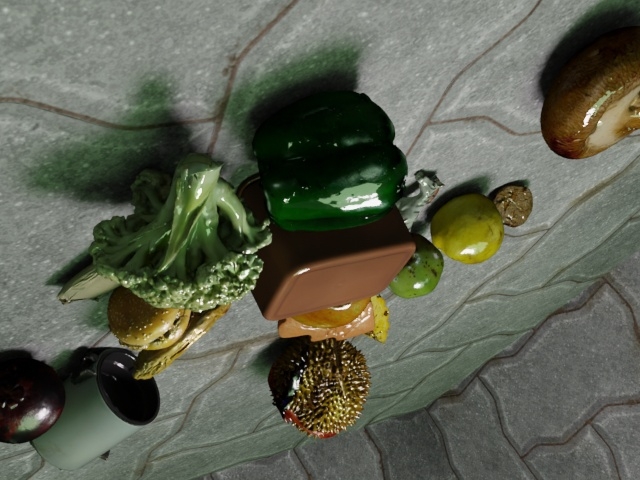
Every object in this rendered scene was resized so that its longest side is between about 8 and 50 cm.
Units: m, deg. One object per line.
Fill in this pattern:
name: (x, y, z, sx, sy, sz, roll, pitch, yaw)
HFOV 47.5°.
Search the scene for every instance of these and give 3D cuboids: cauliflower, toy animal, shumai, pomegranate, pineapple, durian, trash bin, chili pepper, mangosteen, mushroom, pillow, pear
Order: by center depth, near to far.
cauliflower: (-0.231, -0.026, 1.263, 0.326, 0.260, 0.281, -7, 111, -40)
chili pepper: (0.009, -0.131, 1.306, 0.256, 0.233, 0.249, -15, 150, -9)
pillow: (-0.429, 0.065, 1.472, 0.208, 0.053, 0.119, -35, 158, 18)
mushroom: (0.622, -0.313, 1.572, 0.344, 0.239, 0.345, -6, 137, -6)
mangosteen: (-0.684, 0.366, 1.660, 0.209, 0.210, 0.210, -21, 155, -10)
toy animal: (0.182, -0.059, 1.778, 0.169, 0.090, 0.255, -10, 154, -38)
trash bin: (-0.577, 0.432, 1.858, 0.262, 0.217, 0.277, -33, 121, 18)
pear: (0.391, -0.031, 1.919, 0.199, 0.200, 0.200, -21, 155, -10)
pomegranate: (0.251, 0.077, 2.009, 0.181, 0.182, 0.224, -28, 165, 5)
shumai: (0.521, -0.101, 2.038, 0.139, 0.105, 0.123, -10, 109, -50)
pineapple: (0.103, 0.205, 2.218, 0.249, 0.140, 0.164, 30, 166, -31)
durian: (-0.007, 0.465, 2.361, 0.347, 0.348, 0.384, -10, 163, -31)

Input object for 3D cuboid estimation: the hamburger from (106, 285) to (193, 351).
hamburger: (-0.371, 0.144, 1.547, 0.190, 0.182, 0.118, -24, 141, 15)

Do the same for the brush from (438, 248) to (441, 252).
brush: (0.249, 0.084, 2.148, 0.296, 0.060, 0.068, -22, 153, -8)

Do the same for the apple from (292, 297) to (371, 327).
apple: (0.007, 0.109, 1.774, 0.207, 0.237, 0.237, 14, 136, -34)

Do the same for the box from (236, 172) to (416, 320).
box: (0.000, 0.000, 1.544, 0.339, 0.229, 0.239, -11, 150, -30)

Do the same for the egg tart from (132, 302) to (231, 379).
egg tart: (-0.334, 0.197, 1.686, 0.294, 0.116, 0.295, -41, -179, 1)

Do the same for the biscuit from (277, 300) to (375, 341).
biscuit: (0.035, 0.198, 2.036, 0.306, 0.043, 0.284, 23, 117, -27)
